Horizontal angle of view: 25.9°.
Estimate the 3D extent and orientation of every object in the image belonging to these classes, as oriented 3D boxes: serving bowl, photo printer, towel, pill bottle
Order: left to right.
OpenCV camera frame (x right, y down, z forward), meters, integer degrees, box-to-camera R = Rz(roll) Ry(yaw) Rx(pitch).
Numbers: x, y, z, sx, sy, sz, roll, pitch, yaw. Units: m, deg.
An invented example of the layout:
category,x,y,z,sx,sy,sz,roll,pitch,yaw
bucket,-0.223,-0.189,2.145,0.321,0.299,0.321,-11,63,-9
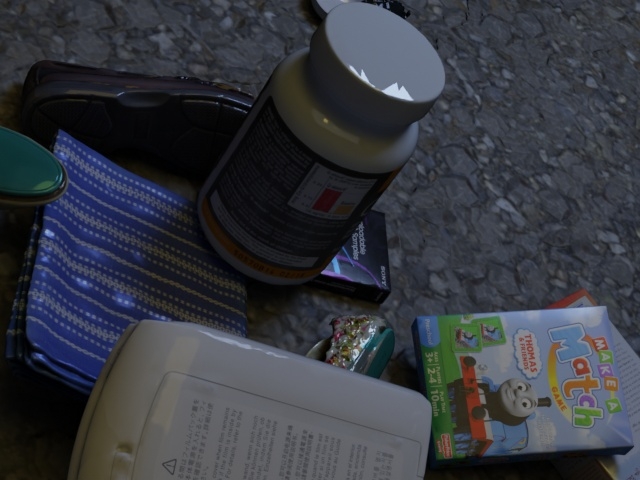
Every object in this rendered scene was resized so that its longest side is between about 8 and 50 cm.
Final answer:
category,x,y,z,sx,sy,sz,roll,pitch,yaw
towel,-0.169,0.045,1.336,0.243,0.040,0.336,27,34,-23
photo printer,-0.065,0.214,1.186,0.307,0.107,0.256,19,72,-27
pill bottle,-0.001,-0.093,1.391,0.162,0.278,0.162,19,44,-20
serving bowl,0.022,-0.303,1.800,0.083,0.027,0.083,17,49,-20

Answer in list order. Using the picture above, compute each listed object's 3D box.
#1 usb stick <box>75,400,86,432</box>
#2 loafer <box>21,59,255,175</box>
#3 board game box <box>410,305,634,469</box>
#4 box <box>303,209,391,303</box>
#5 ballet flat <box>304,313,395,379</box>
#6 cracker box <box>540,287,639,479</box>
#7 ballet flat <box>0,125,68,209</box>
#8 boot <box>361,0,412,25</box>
category,x,y,z,sx,sy,sz,roll,pitch,yaw
usb stick,-0.187,0.175,1.271,0.077,0.045,0.278,15,48,-33
loafer,-0.169,-0.144,1.498,0.302,0.109,0.095,7,41,-20
board game box,0.211,0.153,1.471,0.211,0.039,0.160,-3,66,-9
box,0.000,0.000,1.540,0.162,0.029,0.116,16,48,-22
ballet flat,0.002,0.158,1.391,0.077,0.091,0.241,13,36,19
cracker box,0.302,0.182,1.554,0.155,0.067,0.232,-21,67,-40
ballet flat,-0.360,-0.078,1.328,0.248,0.086,0.086,20,46,-2
boot,0.069,-0.257,1.761,0.121,0.045,0.099,0,77,-40
